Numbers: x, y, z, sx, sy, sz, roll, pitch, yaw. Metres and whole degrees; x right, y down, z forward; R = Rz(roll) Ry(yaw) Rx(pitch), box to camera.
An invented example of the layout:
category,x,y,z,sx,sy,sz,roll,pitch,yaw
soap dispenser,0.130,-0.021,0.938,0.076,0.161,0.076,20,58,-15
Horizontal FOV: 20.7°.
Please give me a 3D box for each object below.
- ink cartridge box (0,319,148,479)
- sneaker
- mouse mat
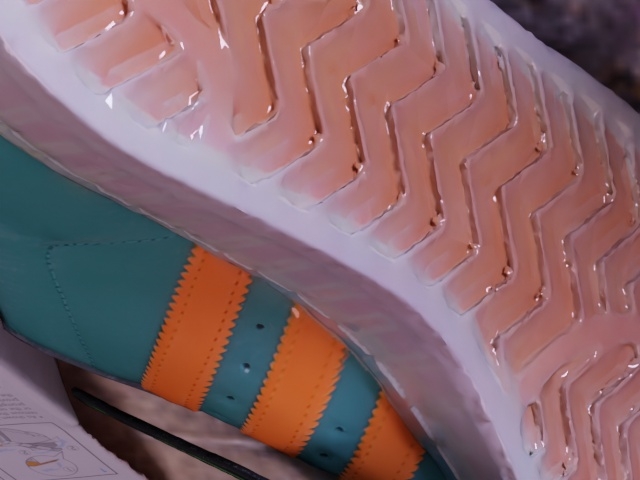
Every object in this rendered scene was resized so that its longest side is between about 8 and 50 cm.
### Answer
category,x,y,z,sx,sy,sz,roll,pitch,yaw
ink cartridge box,-0.165,0.031,0.544,0.181,0.056,0.225,-8,150,23
sneaker,0.000,0.000,0.424,0.121,0.108,0.302,-4,142,48
mouse mat,0.027,0.085,0.469,0.152,0.007,0.189,30,170,-30
